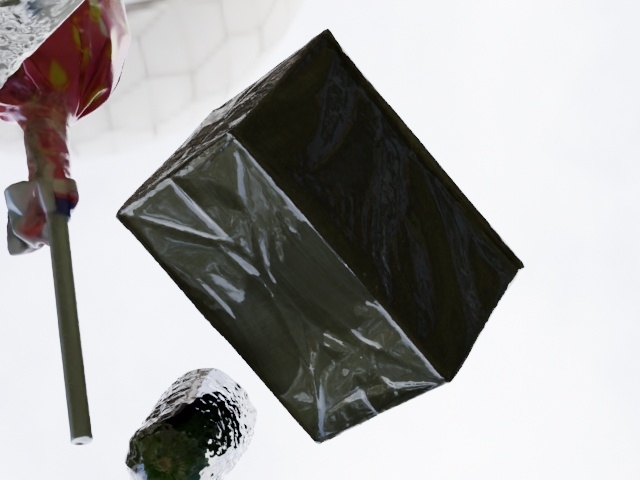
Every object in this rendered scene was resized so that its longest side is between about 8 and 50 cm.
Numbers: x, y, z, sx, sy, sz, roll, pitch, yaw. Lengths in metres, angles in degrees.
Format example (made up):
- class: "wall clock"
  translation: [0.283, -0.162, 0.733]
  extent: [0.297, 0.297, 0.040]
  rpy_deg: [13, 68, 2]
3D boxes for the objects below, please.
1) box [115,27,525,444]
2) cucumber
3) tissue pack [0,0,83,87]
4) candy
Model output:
- class: "box"
  translation: [0.000, 0.000, 1.323]
  extent: [0.231, 0.155, 0.149]
  rpy_deg: [50, -137, -11]
- class: "cucumber"
  translation: [-0.087, 0.135, 1.249]
  extent: [0.074, 0.241, 0.074]
  rpy_deg: [0, -86, 3]
- class: "tissue pack"
  translation: [-0.221, -0.199, 1.081]
  extent: [0.092, 0.148, 0.196]
  rpy_deg: [-5, -116, -49]
- class: "candy"
  translation: [-0.177, -0.033, 1.250]
  extent: [0.124, 0.124, 0.365]
  rpy_deg: [-8, -116, -5]
